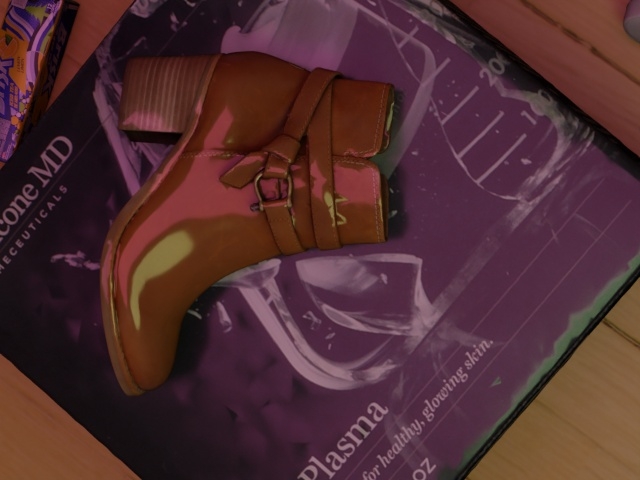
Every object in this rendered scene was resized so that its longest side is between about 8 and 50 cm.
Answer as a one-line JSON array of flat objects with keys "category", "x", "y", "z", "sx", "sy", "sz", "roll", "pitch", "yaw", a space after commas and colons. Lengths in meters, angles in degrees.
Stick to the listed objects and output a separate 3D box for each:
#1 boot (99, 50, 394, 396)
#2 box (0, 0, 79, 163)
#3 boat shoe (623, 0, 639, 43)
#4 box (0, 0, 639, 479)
[{"category": "boot", "x": -0.055, "y": -0.008, "z": 1.551, "sx": 0.220, "sy": 0.109, "sz": 0.283, "roll": 6, "pitch": 86, "yaw": 6}, {"category": "box", "x": -0.290, "y": -0.161, "z": 1.892, "sx": 0.054, "sy": 0.059, "sz": 0.169, "roll": 20, "pitch": 96, "yaw": 8}, {"category": "boat shoe", "x": 0.425, "y": -0.216, "z": 1.741, "sx": 0.301, "sy": 0.108, "sz": 0.102, "roll": 3, "pitch": 72, "yaw": 19}, {"category": "box", "x": 0.000, "y": 0.000, "z": 1.733, "sx": 0.472, "sy": 0.297, "sz": 0.480, "roll": 40, "pitch": 99, "yaw": 8}]
